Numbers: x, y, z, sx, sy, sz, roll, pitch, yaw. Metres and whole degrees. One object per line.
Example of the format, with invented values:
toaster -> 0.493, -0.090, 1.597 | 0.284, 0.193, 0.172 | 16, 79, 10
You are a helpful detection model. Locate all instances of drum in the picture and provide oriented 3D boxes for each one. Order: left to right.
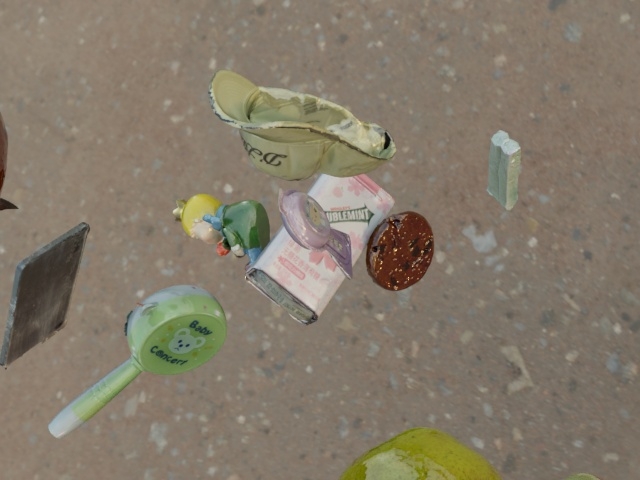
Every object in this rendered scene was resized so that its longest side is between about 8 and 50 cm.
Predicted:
drum -> -0.209, 0.154, 1.036 | 0.253, 0.130, 0.049 | -49, 48, 21

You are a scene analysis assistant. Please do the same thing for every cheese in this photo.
cheese -> -0.007, -0.018, 1.381 | 0.042, 0.191, 0.105 | -25, 46, 27

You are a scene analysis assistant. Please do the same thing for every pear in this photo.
pear -> 0.150, 0.415, 1.180 | 0.294, 0.294, 0.294 | -15, 62, 31

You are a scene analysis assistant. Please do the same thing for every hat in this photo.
hat -> -0.023, -0.085, 0.724 | 0.122, 0.166, 0.081 | 34, 104, 25

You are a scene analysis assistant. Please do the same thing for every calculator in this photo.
calculator -> -0.460, 0.092, 1.434 | 0.021, 0.161, 0.262 | 34, 128, 10

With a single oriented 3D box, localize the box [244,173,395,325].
box -> 0.000, 0.000, 1.965 | 0.370, 0.190, 0.112 | -53, 7, -25

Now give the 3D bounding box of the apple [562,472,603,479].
apple -> 0.508, 0.567, 1.673 | 0.207, 0.173, 0.188 | -50, 40, 17

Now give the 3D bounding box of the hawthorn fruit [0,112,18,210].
hawthorn fruit -> -0.392, -0.057, 0.720 | 0.267, 0.301, 0.268 | -14, 64, 32

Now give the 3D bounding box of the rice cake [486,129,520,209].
rice cake -> 0.422, -0.161, 1.984 | 0.040, 0.226, 0.085 | -29, 58, -10

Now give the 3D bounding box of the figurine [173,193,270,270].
figurine -> -0.239, -0.021, 2.068 | 0.234, 0.185, 0.127 | -1, 30, 16

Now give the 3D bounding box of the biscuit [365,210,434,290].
biscuit -> 0.185, 0.024, 1.981 | 0.192, 0.192, 0.049 | -57, 35, 2
